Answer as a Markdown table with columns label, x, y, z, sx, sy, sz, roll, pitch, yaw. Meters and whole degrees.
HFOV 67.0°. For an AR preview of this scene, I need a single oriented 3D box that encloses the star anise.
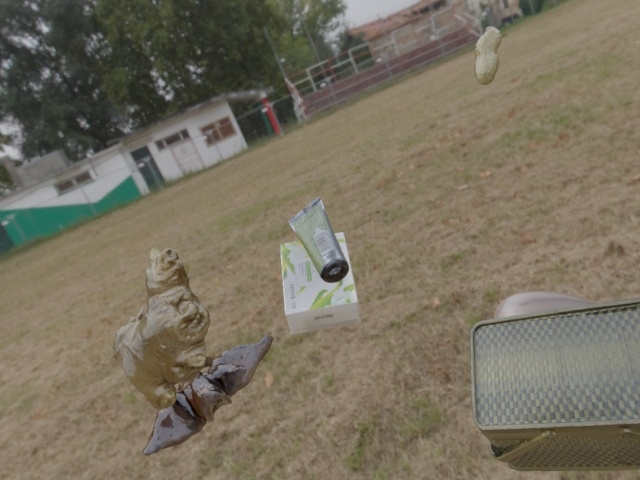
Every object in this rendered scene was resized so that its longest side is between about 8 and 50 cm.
| label | x | y | z | sx | sy | sz | roll | pitch | yaw |
| --- | --- | --- | --- | --- | --- | --- | --- | --- | --- |
| star anise | -0.237 | 0.302 | 0.986 | 0.292 | 0.109 | 0.349 | -29 | 4 | 27 |

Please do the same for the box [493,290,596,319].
| label | x | y | z | sx | sy | sz | roll | pitch | yaw |
| --- | --- | --- | --- | --- | --- | --- | --- | --- | --- |
| box | 0.398 | 0.162 | 0.839 | 0.200 | 0.146 | 0.088 | 4 | 0 | -5 |

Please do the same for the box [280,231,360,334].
| label | x | y | z | sx | sy | sz | roll | pitch | yaw |
| --- | --- | --- | --- | --- | --- | --- | --- | --- | --- |
| box | -0.005 | 0.115 | 1.350 | 0.194 | 0.111 | 0.261 | -11 | 44 | 1 |

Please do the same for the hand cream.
| label | x | y | z | sx | sy | sz | roll | pitch | yaw |
| --- | --- | --- | --- | --- | --- | --- | --- | --- | --- |
| hand cream | 0.000 | 0.000 | 0.948 | 0.086 | 0.055 | 0.235 | -36 | 39 | 7 |

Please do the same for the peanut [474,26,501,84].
| label | x | y | z | sx | sy | sz | roll | pitch | yaw |
| --- | --- | --- | --- | --- | --- | --- | --- | --- | --- |
| peanut | 0.234 | -0.259 | 0.678 | 0.037 | 0.084 | 0.037 | 8 | 1 | 0 |

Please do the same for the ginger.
| label | x | y | z | sx | sy | sz | roll | pitch | yaw |
| --- | --- | --- | --- | --- | --- | --- | --- | --- | --- |
| ginger | -0.201 | 0.120 | 0.640 | 0.213 | 0.137 | 0.074 | -61 | -14 | 18 |

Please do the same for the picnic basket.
| label | x | y | z | sx | sy | sz | roll | pitch | yaw |
| --- | --- | --- | --- | --- | --- | --- | --- | --- | --- |
| picnic basket | 0.333 | 0.189 | 0.613 | 0.266 | 0.139 | 0.165 | -16 | 41 | 30 |
